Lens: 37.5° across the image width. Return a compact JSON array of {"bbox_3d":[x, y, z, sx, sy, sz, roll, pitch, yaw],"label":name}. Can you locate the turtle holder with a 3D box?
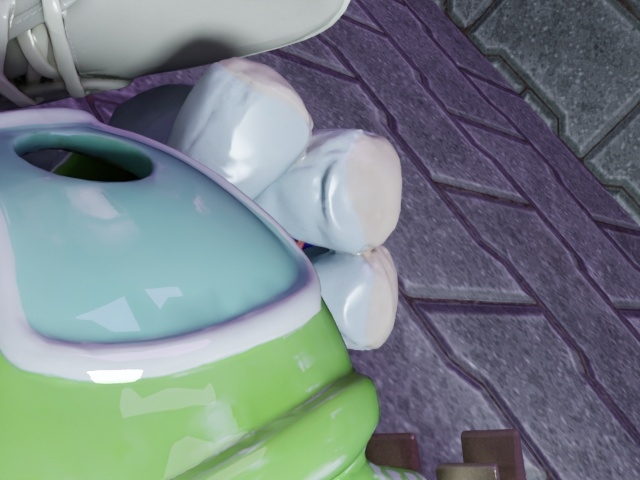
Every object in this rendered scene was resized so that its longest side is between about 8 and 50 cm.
[{"bbox_3d":[-0.136,0.080,0.393,0.320,0.243,0.227,-24,82,-28],"label":"turtle holder"}]

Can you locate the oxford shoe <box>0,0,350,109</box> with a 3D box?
[{"bbox_3d":[-0.199,-0.137,0.592,0.449,0.169,0.130,-4,53,-1],"label":"oxford shoe"}]

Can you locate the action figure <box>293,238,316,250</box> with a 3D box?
[{"bbox_3d":[0.000,0.000,0.883,0.091,0.139,0.280,33,28,-17],"label":"action figure"}]

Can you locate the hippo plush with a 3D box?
[{"bbox_3d":[-0.098,0.011,0.670,0.234,0.294,0.236,51,-9,-27],"label":"hippo plush"}]

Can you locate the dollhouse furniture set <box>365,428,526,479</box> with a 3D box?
[{"bbox_3d":[0.088,0.221,0.539,0.262,0.259,0.135,-27,107,-63],"label":"dollhouse furniture set"}]
